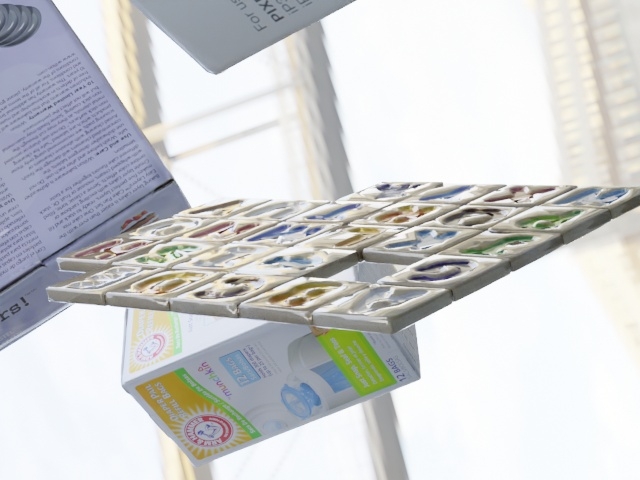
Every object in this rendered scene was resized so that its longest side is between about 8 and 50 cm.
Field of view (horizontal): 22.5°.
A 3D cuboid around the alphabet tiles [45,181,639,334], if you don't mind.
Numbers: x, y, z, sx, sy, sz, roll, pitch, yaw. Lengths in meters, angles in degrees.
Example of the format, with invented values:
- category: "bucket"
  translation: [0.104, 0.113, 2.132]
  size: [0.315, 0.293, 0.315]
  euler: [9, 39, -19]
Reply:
- category: "alphabet tiles"
  translation: [0.000, 0.000, 0.734]
  size: [0.198, 0.237, 0.009]
  euler: [-23, -70, -46]

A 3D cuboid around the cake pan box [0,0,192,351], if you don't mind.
- category: "cake pan box"
  translation: [-0.249, -0.038, 1.016]
  size: [0.245, 0.267, 0.070]
  euler: [52, 171, 30]

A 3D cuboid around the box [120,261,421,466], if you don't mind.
- category: "box"
  translation: [-0.039, 0.074, 1.242]
  size: [0.114, 0.203, 0.103]
  euler: [55, -160, -36]

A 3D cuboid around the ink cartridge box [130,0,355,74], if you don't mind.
- category: "ink cartridge box"
  translation: [0.067, -0.270, 0.658]
  size: [0.160, 0.385, 0.279]
  euler: [43, -137, -28]
